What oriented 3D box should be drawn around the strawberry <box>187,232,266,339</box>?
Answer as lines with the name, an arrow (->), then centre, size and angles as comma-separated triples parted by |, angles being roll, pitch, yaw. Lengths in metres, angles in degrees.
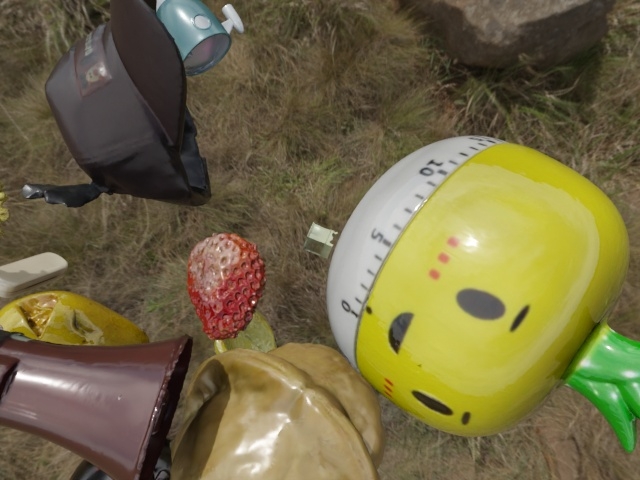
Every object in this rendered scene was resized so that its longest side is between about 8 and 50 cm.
strawberry -> -0.304, 0.128, 1.336 | 0.265, 0.149, 0.336 | -10, 59, 8

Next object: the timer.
timer -> 0.169, 0.062, 0.380 | 0.285, 0.285, 0.285 | 0, 79, 1

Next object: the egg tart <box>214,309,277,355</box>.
egg tart -> -0.282, 0.373, 1.563 | 0.120, 0.315, 0.315 | -32, 79, 25

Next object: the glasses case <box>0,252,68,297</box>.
glasses case -> -0.755, 0.087, 1.135 | 0.083, 0.196, 0.050 | 34, 111, 7

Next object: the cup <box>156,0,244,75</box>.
cup -> -0.344, -0.551, 1.134 | 0.299, 0.167, 0.173 | -36, 94, -27

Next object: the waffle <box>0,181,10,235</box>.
waffle -> -0.768, -0.046, 0.929 | 0.192, 0.046, 0.161 | -6, 88, -15

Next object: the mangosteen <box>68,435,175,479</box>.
mangosteen -> -0.386, 0.572, 0.928 | 0.296, 0.313, 0.297 | 2, 42, -1

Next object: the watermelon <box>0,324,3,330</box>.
watermelon -> -0.696, 0.199, 0.782 | 0.256, 0.193, 0.140 | -12, 37, -17

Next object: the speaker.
speaker -> -0.336, 0.169, 0.573 | 0.329, 0.259, 0.198 | 17, 97, 0

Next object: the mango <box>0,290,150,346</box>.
mango -> -0.608, 0.250, 1.089 | 0.253, 0.365, 0.182 | -48, 46, 23

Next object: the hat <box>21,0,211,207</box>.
hat -> -0.264, -0.168, 0.534 | 0.208, 0.336, 0.238 | -13, 61, -12

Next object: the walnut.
walnut -> -0.065, 0.337, 0.694 | 0.383, 0.383, 0.384 | 0, 79, 1

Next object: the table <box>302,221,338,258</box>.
table -> 0.000, 0.000, 1.346 | 0.083, 0.079, 0.062 | 22, 55, 2
